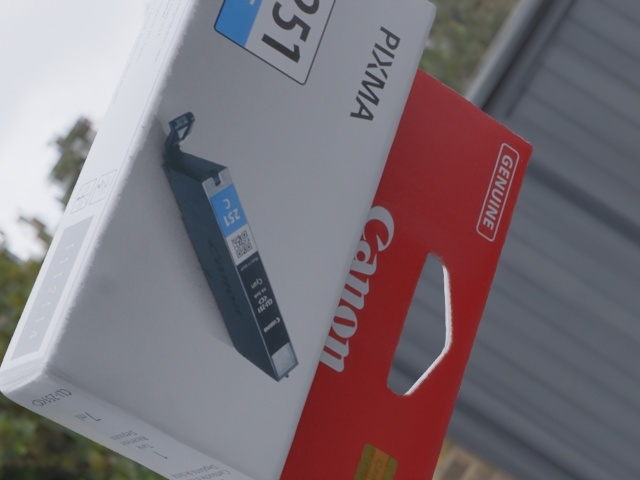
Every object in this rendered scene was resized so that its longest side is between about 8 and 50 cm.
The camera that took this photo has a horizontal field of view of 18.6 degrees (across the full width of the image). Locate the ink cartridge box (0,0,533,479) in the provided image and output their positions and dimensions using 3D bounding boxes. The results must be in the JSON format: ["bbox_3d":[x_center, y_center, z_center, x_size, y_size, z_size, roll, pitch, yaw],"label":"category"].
[{"bbox_3d":[0.000,0.000,1.038,0.066,0.261,0.296,-20,45,54],"label":"ink cartridge box"}]
